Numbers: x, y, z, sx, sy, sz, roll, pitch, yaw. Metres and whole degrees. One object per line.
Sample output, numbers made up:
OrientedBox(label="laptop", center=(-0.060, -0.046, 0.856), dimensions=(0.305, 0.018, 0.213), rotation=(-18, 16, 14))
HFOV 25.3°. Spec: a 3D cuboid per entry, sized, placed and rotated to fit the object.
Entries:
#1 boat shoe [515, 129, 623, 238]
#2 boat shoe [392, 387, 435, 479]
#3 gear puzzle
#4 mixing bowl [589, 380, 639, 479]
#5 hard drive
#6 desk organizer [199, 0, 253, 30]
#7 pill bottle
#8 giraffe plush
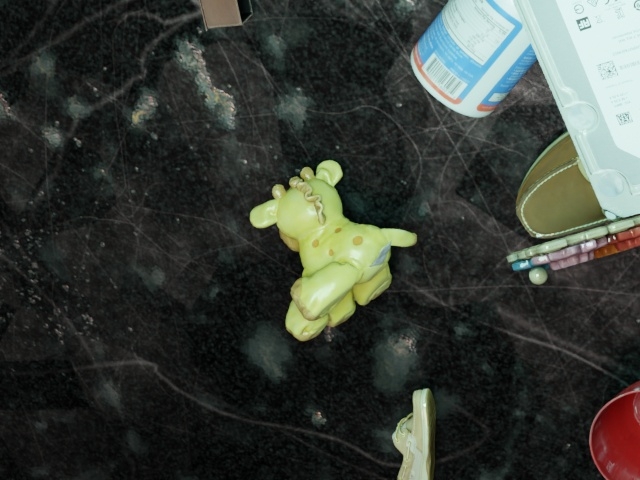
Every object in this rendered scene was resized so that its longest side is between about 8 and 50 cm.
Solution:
OrientedBox(label="boat shoe", center=(0.365, -0.091, 1.668), dimensions=(0.324, 0.120, 0.122), rotation=(-32, 103, 32))
OrientedBox(label="boat shoe", center=(0.129, 0.280, 2.002), dimensions=(0.059, 0.063, 0.170), rotation=(6, 120, 12))
OrientedBox(label="gear puzzle", center=(0.391, -0.012, 1.645), dimensions=(0.339, 0.175, 0.044), rotation=(-16, 87, -9))
OrientedBox(label="mixing bowl", center=(0.444, 0.242, 1.835), dimensions=(0.181, 0.098, 0.181), rotation=(9, 119, 17))
OrientedBox(label="hard drive", center=(0.351, -0.201, 1.497), dimensions=(0.237, 0.064, 0.339), rotation=(-15, 113, 30))
OrientedBox(label="desk organizer", center=(-0.127, -0.332, 1.774), dimensions=(0.050, 0.047, 0.130), rotation=(-2, 117, 20))
OrientedBox(label="pill bottle", center=(0.211, -0.258, 1.635), dimensions=(0.124, 0.124, 0.221), rotation=(38, 124, -2))
OrientedBox(label="giraffe plush", center=(0.000, 0.000, 1.854), dimensions=(0.170, 0.181, 0.210), rotation=(50, 137, 16))
